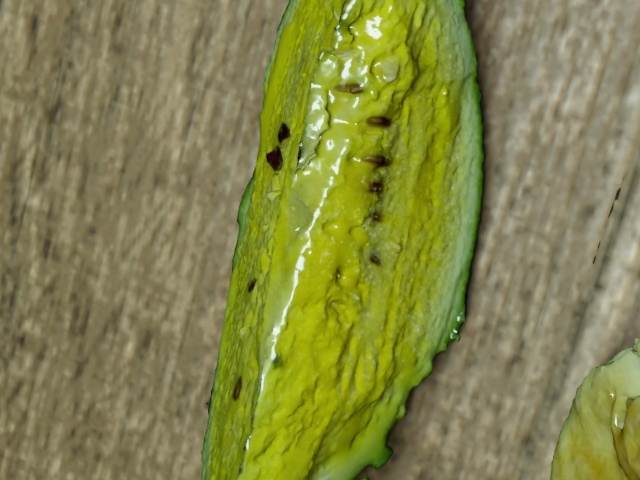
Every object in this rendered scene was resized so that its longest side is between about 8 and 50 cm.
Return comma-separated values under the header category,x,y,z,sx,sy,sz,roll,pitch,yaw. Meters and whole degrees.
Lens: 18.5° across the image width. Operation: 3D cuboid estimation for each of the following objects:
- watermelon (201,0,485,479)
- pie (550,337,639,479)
category,x,y,z,sx,sy,sz,roll,pitch,yaw
watermelon,0.000,0.000,0.876,0.123,0.129,0.301,16,97,19
pie,0.182,0.183,0.758,0.339,0.083,0.339,173,90,-68
